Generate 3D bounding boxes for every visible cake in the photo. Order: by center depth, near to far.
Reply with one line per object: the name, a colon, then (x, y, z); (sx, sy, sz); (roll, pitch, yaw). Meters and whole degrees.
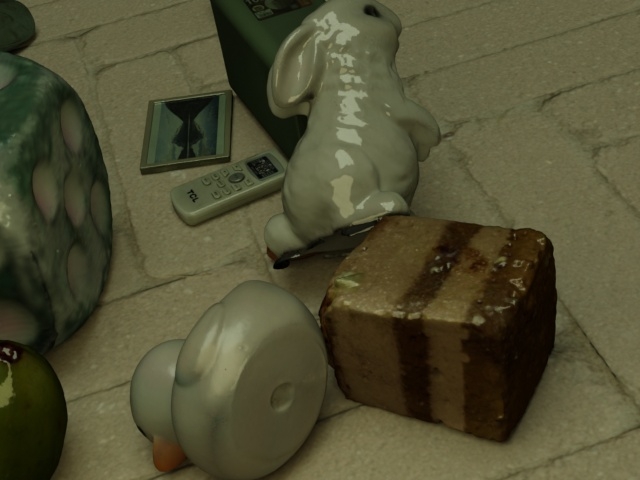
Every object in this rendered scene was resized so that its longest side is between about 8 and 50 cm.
cake: (0.122, 0.085, 1.355); (0.292, 0.199, 0.196); (11, 46, 27)

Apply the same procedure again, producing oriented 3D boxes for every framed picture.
framed picture: (-0.221, -0.184, 1.901); (0.150, 0.015, 0.203); (-7, 39, 4)

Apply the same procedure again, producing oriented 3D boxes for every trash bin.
trash bin: (-0.030, -0.268, 1.798); (0.158, 0.223, 0.343); (-22, 42, -13)

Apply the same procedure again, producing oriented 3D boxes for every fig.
fig: (-0.391, 0.200, 1.317); (0.202, 0.225, 0.203); (13, 35, -9)

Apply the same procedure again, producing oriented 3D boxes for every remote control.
remote control: (-0.135, -0.083, 1.747); (0.190, 0.029, 0.087); (-23, 40, -14)

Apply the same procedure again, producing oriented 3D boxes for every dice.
dice: (-0.484, -0.032, 1.532); (0.327, 0.331, 0.348); (-5, 41, 8)

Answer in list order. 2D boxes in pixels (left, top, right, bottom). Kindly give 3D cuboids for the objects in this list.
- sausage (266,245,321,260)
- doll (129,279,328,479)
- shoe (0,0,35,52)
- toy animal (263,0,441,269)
sausage: (0.000, 0.000, 1.610); (0.157, 0.036, 0.042); (-15, 14, -4)
doll: (-0.116, 0.161, 1.328); (0.221, 0.221, 0.251); (21, 81, 33)
shoe: (-0.669, -0.387, 2.206); (0.251, 0.103, 0.100); (-31, -2, -42)
toy animal: (0.027, -0.156, 1.533); (0.257, 0.194, 0.358); (-10, 78, 1)
